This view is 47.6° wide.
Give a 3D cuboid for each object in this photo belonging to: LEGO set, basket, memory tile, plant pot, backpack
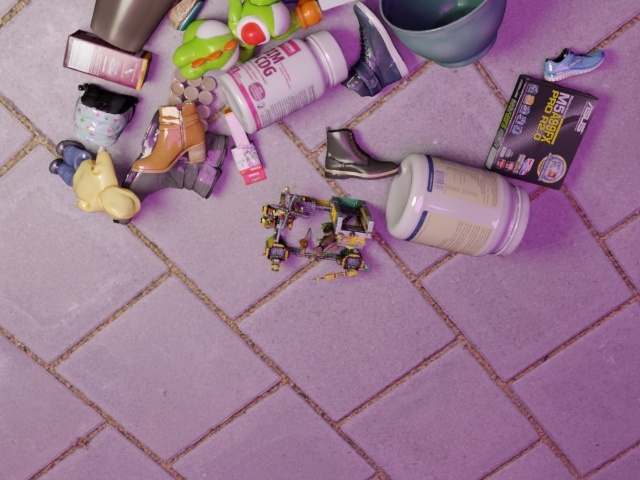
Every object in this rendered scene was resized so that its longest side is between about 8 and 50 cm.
[{"bbox_3d":[0.000,0.000,1.951,0.331,0.192,0.255,15,111,-12],"label":"LEGO set"},{"bbox_3d":[-0.433,-0.570,1.685,0.204,0.154,0.227,26,112,-16],"label":"basket"},{"bbox_3d":[-0.328,-0.352,1.824,0.113,0.012,0.148,13,84,-21],"label":"memory tile"},{"bbox_3d":[0.313,-0.538,1.725,0.293,0.293,0.196,-33,140,8],"label":"plant pot"},{"bbox_3d":[-0.530,-0.305,1.769,0.152,0.182,0.115,10,112,-11],"label":"backpack"}]

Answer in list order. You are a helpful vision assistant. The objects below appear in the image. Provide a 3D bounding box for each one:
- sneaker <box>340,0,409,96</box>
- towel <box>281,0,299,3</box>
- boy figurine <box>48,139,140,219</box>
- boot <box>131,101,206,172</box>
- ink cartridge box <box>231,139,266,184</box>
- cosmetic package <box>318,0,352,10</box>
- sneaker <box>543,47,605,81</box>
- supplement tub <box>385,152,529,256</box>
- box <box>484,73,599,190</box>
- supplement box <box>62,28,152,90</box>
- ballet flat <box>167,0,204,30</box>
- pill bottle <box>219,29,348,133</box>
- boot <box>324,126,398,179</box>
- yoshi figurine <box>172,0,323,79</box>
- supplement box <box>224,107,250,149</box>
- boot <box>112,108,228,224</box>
[{"bbox_3d":[0.102,-0.466,1.817,0.163,0.086,0.226,-32,114,5],"label":"sneaker"},{"bbox_3d":[-0.052,-0.614,1.767,0.120,0.029,0.067,-7,114,-4],"label":"towel"},{"bbox_3d":[-0.553,-0.148,1.795,0.285,0.092,0.177,34,109,27],"label":"boy figurine"},{"bbox_3d":[-0.379,-0.252,1.771,0.197,0.073,0.152,-19,116,-25],"label":"boot"},{"bbox_3d":[-0.190,-0.203,1.932,0.063,0.029,0.115,-18,114,2],"label":"ink cartridge box"},{"bbox_3d":[0.112,-0.638,1.633,0.224,0.224,0.138,-9,118,25],"label":"cosmetic package"},{"bbox_3d":[0.660,-0.468,1.888,0.162,0.063,0.073,-17,111,2],"label":"sneaker"},{"bbox_3d":[0.360,-0.087,1.928,0.325,0.235,0.235,13,111,-11],"label":"supplement tub"},{"bbox_3d":[0.594,-0.289,1.960,0.216,0.060,0.270,14,111,-11],"label":"box"},{"bbox_3d":[-0.513,-0.437,1.756,0.188,0.104,0.080,16,111,-12],"label":"supplement box"},{"bbox_3d":[-0.295,-0.596,1.732,0.067,0.073,0.206,45,99,-1],"label":"ballet flat"},{"bbox_3d":[-0.087,-0.392,1.767,0.283,0.160,0.160,-30,114,-10],"label":"pill bottle"},{"bbox_3d":[0.107,-0.233,1.918,0.198,0.077,0.137,-2,109,3],"label":"boot"},{"bbox_3d":[-0.192,-0.516,1.728,0.362,0.203,0.203,-29,87,1],"label":"yoshi figurine"},{"bbox_3d":[-0.215,-0.292,1.873,0.036,0.062,0.098,-19,113,2],"label":"supplement box"},{"bbox_3d":[-0.386,-0.153,1.885,0.223,0.118,0.338,25,108,-17],"label":"boot"}]
